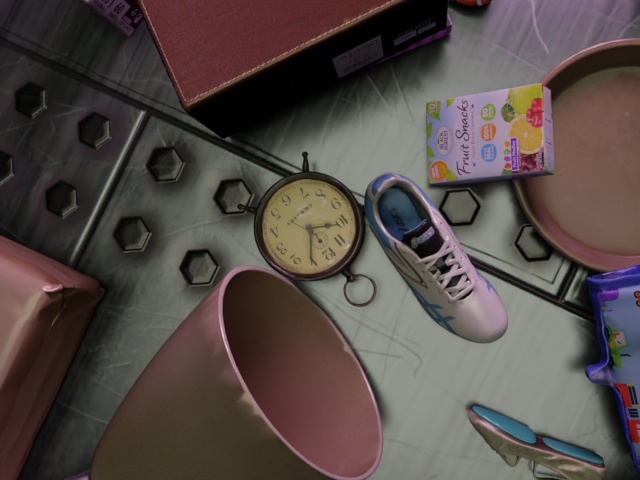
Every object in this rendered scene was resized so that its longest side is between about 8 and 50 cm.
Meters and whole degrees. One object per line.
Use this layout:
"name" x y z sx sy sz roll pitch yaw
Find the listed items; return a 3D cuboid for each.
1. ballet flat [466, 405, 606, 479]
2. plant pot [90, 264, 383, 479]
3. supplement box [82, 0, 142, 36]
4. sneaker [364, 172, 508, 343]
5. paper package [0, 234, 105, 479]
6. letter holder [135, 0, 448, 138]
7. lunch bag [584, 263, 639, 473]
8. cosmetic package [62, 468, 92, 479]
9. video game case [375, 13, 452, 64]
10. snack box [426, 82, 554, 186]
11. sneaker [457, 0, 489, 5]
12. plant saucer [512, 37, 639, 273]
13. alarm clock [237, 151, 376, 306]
"ballet flat" 0.241 0.245 0.886 0.168 0.057 0.052 22 99 9
"plant pot" -0.117 0.209 0.857 0.274 0.256 0.256 -37 82 20
"supplement box" -0.213 -0.382 0.946 0.073 0.130 0.239 37 93 9
"sneaker" 0.130 0.024 0.898 0.085 0.086 0.237 -38 84 2
"paper package" -0.483 0.125 0.933 0.325 0.168 0.309 24 90 8
"letter holder" -0.039 -0.285 0.865 0.302 0.152 0.214 -26 83 6
"lunch bag" 0.431 0.121 0.810 0.294 0.138 0.220 -14 92 13
"cosmetic package" -0.293 0.378 0.899 0.152 0.151 0.183 -22 83 6
"video game case" 0.016 -0.309 0.954 0.232 0.042 0.210 -22 84 6
"snack box" 0.194 -0.119 0.894 0.141 0.037 0.100 -3 84 34
"sneaker" 0.193 -0.371 0.926 0.068 0.064 0.175 17 86 18
"plant saucer" 0.361 -0.094 0.897 0.278 0.041 0.277 0 87 8
"alarm clock" 0.000 0.000 0.927 0.129 0.064 0.192 -38 80 4
